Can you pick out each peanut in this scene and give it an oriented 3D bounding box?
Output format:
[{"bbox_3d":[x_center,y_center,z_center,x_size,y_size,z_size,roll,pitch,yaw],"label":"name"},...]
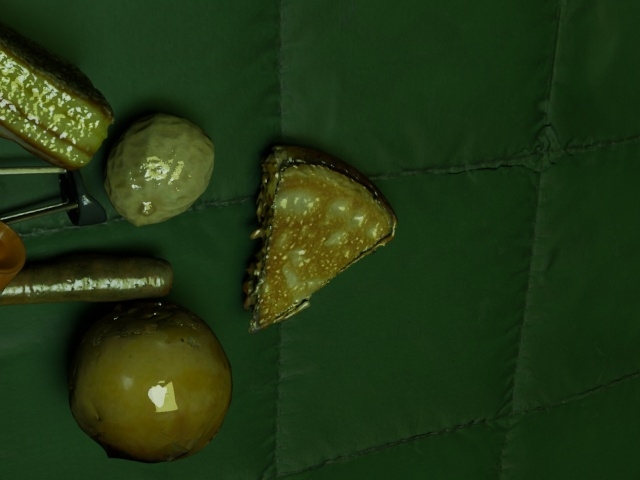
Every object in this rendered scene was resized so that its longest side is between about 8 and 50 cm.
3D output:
[{"bbox_3d":[-0.217,-0.093,1.581,0.141,0.109,0.159,25,94,-23],"label":"peanut"}]

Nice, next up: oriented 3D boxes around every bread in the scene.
[{"bbox_3d":[-0.374,-0.187,1.395,0.234,0.184,0.110,31,98,-36],"label":"bread"}]

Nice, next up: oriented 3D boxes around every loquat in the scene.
[{"bbox_3d":[-0.235,0.195,1.637,0.235,0.235,0.235,-13,119,-25],"label":"loquat"}]

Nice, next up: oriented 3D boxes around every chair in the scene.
[{"bbox_3d":[-0.388,-0.054,1.512,0.222,0.104,0.095,-8,99,-25],"label":"chair"}]

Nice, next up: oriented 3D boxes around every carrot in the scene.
[{"bbox_3d":[-0.366,0.056,1.596,0.342,0.070,0.070,-3,114,-24],"label":"carrot"}]

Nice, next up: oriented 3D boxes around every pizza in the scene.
[{"bbox_3d":[0.000,0.000,1.780,0.251,0.074,0.287,3,112,-31],"label":"pizza"}]

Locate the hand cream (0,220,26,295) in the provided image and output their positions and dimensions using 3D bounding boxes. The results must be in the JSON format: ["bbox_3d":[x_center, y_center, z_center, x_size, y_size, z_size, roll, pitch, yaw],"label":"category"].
[{"bbox_3d":[-0.485,0.086,1.473,0.140,0.089,0.314,17,137,-34],"label":"hand cream"}]
